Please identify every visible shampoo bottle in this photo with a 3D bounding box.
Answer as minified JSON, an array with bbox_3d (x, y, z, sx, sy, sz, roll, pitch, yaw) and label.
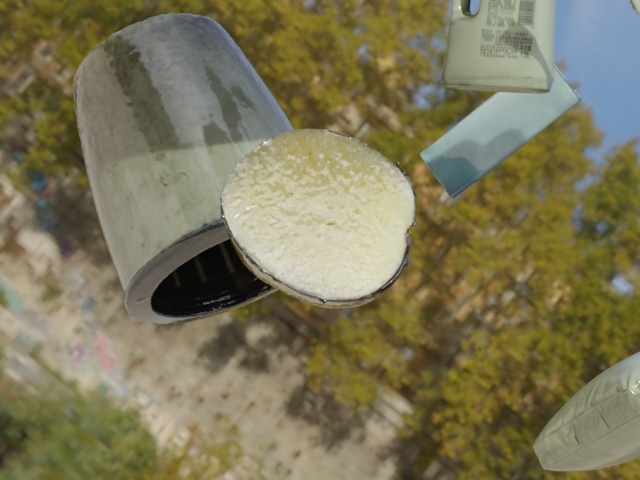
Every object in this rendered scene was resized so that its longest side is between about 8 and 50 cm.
[{"bbox_3d":[0.188,-0.270,1.378,0.118,0.234,0.087,6,5,27],"label":"shampoo bottle"}]

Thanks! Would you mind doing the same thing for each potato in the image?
[{"bbox_3d":[0.000,0.000,1.336,0.202,0.182,0.117,35,-30,19],"label":"potato"}]

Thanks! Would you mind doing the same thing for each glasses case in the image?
[{"bbox_3d":[0.299,-0.184,2.233,0.105,0.266,0.056,56,15,17],"label":"glasses case"}]

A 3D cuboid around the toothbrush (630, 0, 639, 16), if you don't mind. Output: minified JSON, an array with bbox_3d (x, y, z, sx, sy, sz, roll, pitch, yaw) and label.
[{"bbox_3d":[0.320,-0.201,1.257,0.263,0.026,0.022,41,30,-6],"label":"toothbrush"}]

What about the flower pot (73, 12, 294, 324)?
[{"bbox_3d":[-0.158,-0.101,1.726,0.293,0.293,0.330,70,-3,-71],"label":"flower pot"}]

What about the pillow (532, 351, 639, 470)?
[{"bbox_3d":[0.454,0.198,1.759,0.120,0.322,0.255,62,-34,15],"label":"pillow"}]
